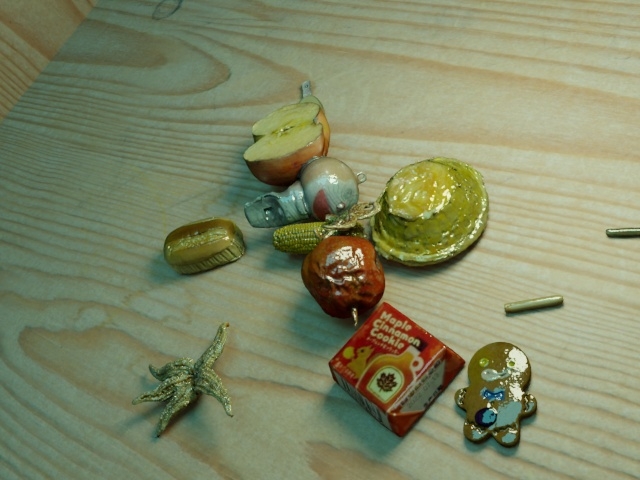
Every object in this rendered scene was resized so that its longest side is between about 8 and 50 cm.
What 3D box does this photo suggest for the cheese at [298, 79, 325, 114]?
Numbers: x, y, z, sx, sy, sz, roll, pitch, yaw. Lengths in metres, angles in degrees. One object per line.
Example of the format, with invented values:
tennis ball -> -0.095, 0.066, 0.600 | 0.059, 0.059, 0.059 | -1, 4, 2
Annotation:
cheese -> -0.038, -0.433, 2.394 | 0.097, 0.037, 0.192 | -17, 53, 15

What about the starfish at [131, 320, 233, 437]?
starfish -> -0.346, 0.383, 1.964 | 0.293, 0.084, 0.301 | -27, 46, 14

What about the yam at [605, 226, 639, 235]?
yam -> 0.707, -0.020, 1.731 | 0.116, 0.021, 0.021 | -1, 58, 28

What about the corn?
corn -> -0.001, -0.005, 2.021 | 0.260, 0.091, 0.091 | -4, 16, 20

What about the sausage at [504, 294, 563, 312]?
sausage -> 0.484, 0.144, 1.733 | 0.132, 0.024, 0.024 | -11, 54, 20

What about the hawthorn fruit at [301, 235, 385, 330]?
hawthorn fruit -> 0.069, 0.114, 1.859 | 0.207, 0.207, 0.243 | -23, 55, 12

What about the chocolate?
chocolate -> 0.164, 0.282, 1.751 | 0.235, 0.108, 0.237 | -45, 48, -9

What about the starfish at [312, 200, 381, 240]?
starfish -> 0.074, -0.054, 1.936 | 0.150, 0.053, 0.209 | 1, 24, 35

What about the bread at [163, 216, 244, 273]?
bread -> -0.340, 0.009, 2.203 | 0.236, 0.106, 0.140 | -15, 51, 17

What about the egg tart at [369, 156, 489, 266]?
egg tart -> 0.265, -0.094, 1.941 | 0.341, 0.132, 0.341 | -14, 51, 18

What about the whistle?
whistle -> -0.036, -0.108, 2.058 | 0.348, 0.189, 0.189 | -21, 51, 2

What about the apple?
apple -> -0.077, -0.256, 2.201 | 0.251, 0.163, 0.293 | -12, 38, 18

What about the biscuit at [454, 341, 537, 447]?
biscuit -> 0.380, 0.328, 1.655 | 0.180, 0.039, 0.236 | -3, 55, 27
